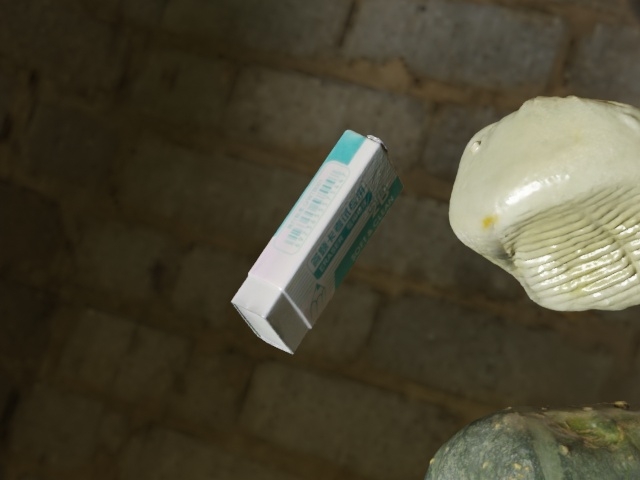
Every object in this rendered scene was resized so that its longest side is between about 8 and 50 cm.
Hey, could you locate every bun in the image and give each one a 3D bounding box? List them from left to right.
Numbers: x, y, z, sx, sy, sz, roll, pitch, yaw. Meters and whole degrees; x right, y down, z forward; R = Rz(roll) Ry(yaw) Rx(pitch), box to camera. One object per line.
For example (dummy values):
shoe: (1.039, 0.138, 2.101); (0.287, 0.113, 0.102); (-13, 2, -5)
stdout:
bun: (0.221, -0.039, 1.476); (0.229, 0.145, 0.229); (-4, 136, -4)

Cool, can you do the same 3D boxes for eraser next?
eraser: (0.000, 0.000, 1.800); (0.052, 0.225, 0.095); (24, 162, 29)

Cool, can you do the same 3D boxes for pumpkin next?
pumpkin: (0.268, 0.284, 1.717); (0.328, 0.257, 0.291); (-12, 152, -10)
